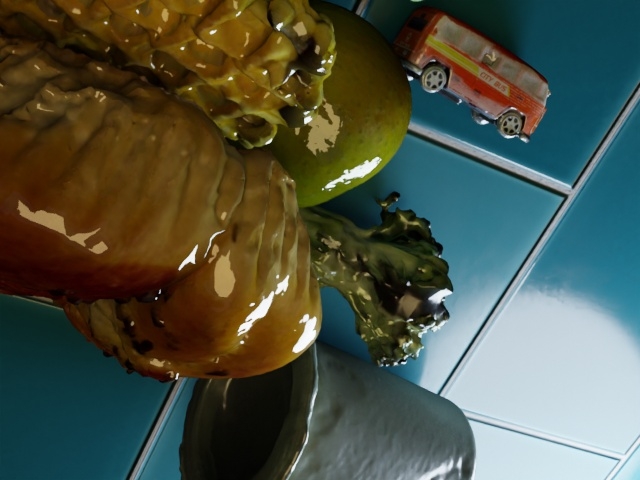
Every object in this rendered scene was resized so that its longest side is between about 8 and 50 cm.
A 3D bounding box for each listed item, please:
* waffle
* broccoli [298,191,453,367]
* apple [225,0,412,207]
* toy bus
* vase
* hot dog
[{"bbox_3d":[-0.129,-0.159,0.583,0.329,0.062,0.329,15,157,6],"label":"waffle"},{"bbox_3d":[-0.004,0.006,0.877,0.304,0.165,0.145,32,117,-11],"label":"broccoli"},{"bbox_3d":[-0.015,-0.125,0.758,0.196,0.196,0.157,-32,116,7],"label":"apple"},{"bbox_3d":[0.154,-0.166,0.839,0.174,0.079,0.077,25,102,-23],"label":"toy bus"},{"bbox_3d":[0.018,0.234,0.963,0.291,0.245,0.245,27,111,-32],"label":"vase"},{"bbox_3d":[-0.185,-0.015,0.639,0.367,0.365,0.196,31,71,-46],"label":"hot dog"}]
